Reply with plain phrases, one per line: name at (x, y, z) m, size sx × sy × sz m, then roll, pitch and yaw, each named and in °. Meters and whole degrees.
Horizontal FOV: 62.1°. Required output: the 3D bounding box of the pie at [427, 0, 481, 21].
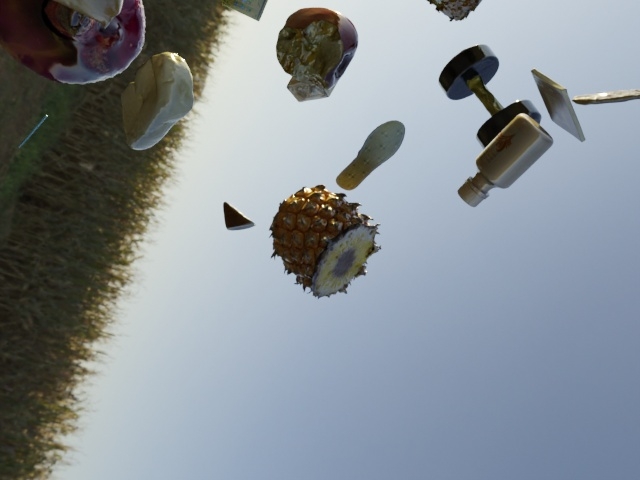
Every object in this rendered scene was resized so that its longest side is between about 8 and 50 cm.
pie at (0.374, -0.823, 1.564) m, size 0.103 × 0.288 × 0.354 m, roll -49°, pitch 153°, yaw -15°

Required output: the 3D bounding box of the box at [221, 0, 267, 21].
box at (-0.233, -0.814, 1.723) m, size 0.220 × 0.141 × 0.064 m, roll 157°, pitch -49°, yaw -70°

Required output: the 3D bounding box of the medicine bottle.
medicine bottle at (0.455, -0.192, 1.341) m, size 0.252 × 0.114 × 0.114 m, roll -50°, pitch -154°, yaw 28°

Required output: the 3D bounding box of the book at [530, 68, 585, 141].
book at (0.626, -0.355, 1.399) m, size 0.016 × 0.199 × 0.138 m, roll -38°, pitch -139°, yaw 11°

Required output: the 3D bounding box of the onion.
onion at (-0.652, -0.580, 1.396) m, size 0.398 × 0.399 × 0.420 m, roll -59°, pitch -138°, yaw 18°

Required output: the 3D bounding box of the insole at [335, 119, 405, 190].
insole at (0.160, -0.269, 1.719) m, size 0.322 × 0.109 × 0.007 m, roll -45°, pitch -157°, yaw 37°

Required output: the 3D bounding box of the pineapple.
pineapple at (0.002, -0.002, 1.753) m, size 0.300 × 0.352 × 0.352 m, roll 43°, pitch -70°, yaw 38°

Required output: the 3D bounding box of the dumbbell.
dumbbell at (0.554, -0.465, 1.756) m, size 0.204 × 0.204 × 0.322 m, roll -46°, pitch -116°, yaw 42°

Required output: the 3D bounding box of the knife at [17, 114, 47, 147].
knife at (-0.617, -0.235, 1.140) m, size 0.091 × 0.005 × 0.014 m, roll -54°, pitch -141°, yaw -9°

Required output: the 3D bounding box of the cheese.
cheese at (-0.405, -0.344, 1.312) m, size 0.263 × 0.093 × 0.159 m, roll -29°, pitch -105°, yaw 42°

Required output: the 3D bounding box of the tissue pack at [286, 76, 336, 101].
tissue pack at (-0.001, -0.540, 1.686) m, size 0.148 × 0.092 × 0.196 m, roll 5°, pitch -122°, yaw 45°

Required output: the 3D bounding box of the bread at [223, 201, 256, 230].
bread at (-0.235, -0.053, 1.457) m, size 0.062 × 0.109 × 0.043 m, roll -55°, pitch 168°, yaw -6°

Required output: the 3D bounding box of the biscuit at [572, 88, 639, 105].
biscuit at (0.612, -0.303, 1.126) m, size 0.071 × 0.147 × 0.018 m, roll -74°, pitch 156°, yaw -64°

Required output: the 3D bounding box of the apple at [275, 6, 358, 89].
apple at (-0.009, -0.414, 1.128) m, size 0.147 × 0.158 × 0.156 m, roll -52°, pitch 173°, yaw -31°

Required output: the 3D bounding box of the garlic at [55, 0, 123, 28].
garlic at (-0.537, -0.520, 1.006) m, size 0.151 × 0.339 × 0.196 m, roll 43°, pitch -55°, yaw 35°
